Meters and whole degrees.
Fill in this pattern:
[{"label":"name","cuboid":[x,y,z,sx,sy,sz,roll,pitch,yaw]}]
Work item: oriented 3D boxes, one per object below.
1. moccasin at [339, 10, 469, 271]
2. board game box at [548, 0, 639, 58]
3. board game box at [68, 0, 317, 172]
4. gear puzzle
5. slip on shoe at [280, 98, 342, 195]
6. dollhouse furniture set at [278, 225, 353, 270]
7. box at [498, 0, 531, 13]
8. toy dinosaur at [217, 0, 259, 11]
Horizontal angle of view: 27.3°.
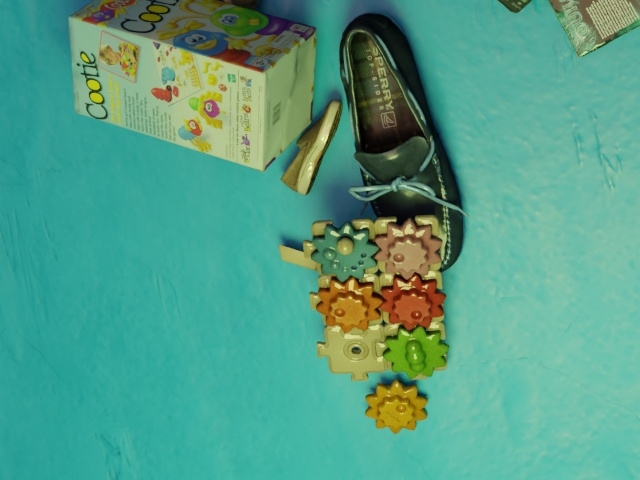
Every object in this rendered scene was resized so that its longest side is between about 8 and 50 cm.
[{"label":"moccasin","cuboid":[0.082,-0.113,1.654,0.137,0.117,0.342,-19,95,19]},{"label":"board game box","cuboid":[0.324,-0.331,1.585,0.126,0.026,0.186,-28,92,21]},{"label":"board game box","cuboid":[-0.160,-0.214,1.657,0.275,0.142,0.144,18,129,19]},{"label":"gear puzzle","cuboid":[0.077,0.122,1.688,0.175,0.044,0.339,-2,122,7]},{"label":"slip on shoe","cuboid":[-0.012,-0.125,1.717,0.041,0.051,0.135,26,115,7]},{"label":"dollhouse furniture set","cuboid":[0.000,0.000,1.729,0.114,0.091,0.081,17,90,16]},{"label":"box","cuboid":[0.255,-0.419,1.500,0.270,0.143,0.165,-41,70,17]},{"label":"toy dinosaur","cuboid":[-0.121,-0.323,1.704,0.118,0.064,0.268,8,107,8]}]
